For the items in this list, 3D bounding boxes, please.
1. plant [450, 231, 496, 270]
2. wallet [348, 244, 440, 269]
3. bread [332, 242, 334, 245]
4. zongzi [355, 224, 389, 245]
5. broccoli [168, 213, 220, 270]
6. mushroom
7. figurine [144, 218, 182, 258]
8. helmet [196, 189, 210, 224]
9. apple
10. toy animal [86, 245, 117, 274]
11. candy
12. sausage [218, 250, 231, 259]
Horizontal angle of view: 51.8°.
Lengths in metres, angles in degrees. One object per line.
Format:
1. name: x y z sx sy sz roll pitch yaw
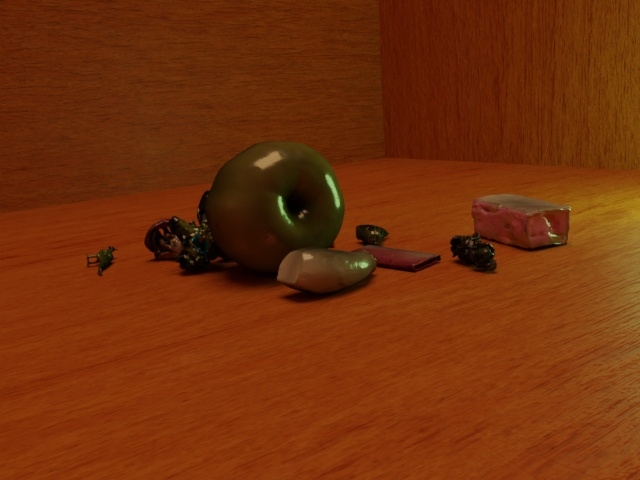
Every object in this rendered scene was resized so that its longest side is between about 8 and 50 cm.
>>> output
1. plant: 0.382 0.028 1.627 0.087 0.085 0.174 -44 22 -2
2. wallet: 0.183 0.044 1.721 0.232 0.025 0.119 8 16 42
3. bread: 0.000 0.000 1.954 0.083 0.035 0.070 -6 11 4
4. zongzi: 0.175 -0.015 1.941 0.119 0.055 0.109 3 11 -23
5. broccoli: -0.339 -0.004 1.770 0.160 0.167 0.154 37 -1 -20
6. mushroom: 0.038 0.068 1.514 0.270 0.103 0.118 -1 12 -38
7. figurine: -0.421 0.008 1.916 0.157 0.126 0.114 23 -25 10
8. helmet: -0.259 -0.068 1.969 0.189 0.193 0.216 -5 14 41
9. apple: -0.123 -0.082 1.689 0.357 0.357 0.357 -4 12 1
10. toy animal: -0.634 0.059 1.871 0.075 0.041 0.217 -3 17 -4
11. candy: 0.561 -0.055 1.860 0.155 0.116 0.265 -6 14 -21
12. sausage: -0.223 0.018 1.874 0.169 0.065 0.065 -12 15 -29
